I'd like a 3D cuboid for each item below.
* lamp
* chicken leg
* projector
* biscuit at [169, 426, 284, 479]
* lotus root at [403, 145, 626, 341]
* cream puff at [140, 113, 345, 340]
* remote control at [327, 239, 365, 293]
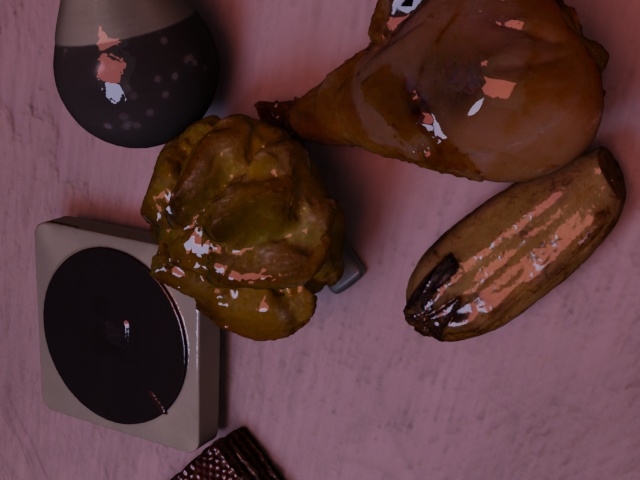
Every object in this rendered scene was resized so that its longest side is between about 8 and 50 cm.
[{"bbox_3d":[-0.229,-0.253,1.067,0.181,0.182,0.314,-15,104,31],"label":"lamp"},{"bbox_3d":[0.085,-0.186,0.952,0.409,0.182,0.295,-9,88,47],"label":"chicken leg"},{"bbox_3d":[-0.240,0.112,1.228,0.257,0.079,0.259,11,107,28],"label":"projector"},{"bbox_3d":[-0.156,0.345,1.243,0.252,0.070,0.106,-43,78,31],"label":"biscuit"},{"bbox_3d":[0.189,0.010,0.955,0.258,0.097,0.110,-39,89,23],"label":"lotus root"},{"bbox_3d":[-0.082,-0.016,1.020,0.244,0.196,0.244,17,145,12],"label":"cream puff"},{"bbox_3d":[0.000,0.000,1.101,0.053,0.018,0.124,-40,81,29],"label":"remote control"}]
